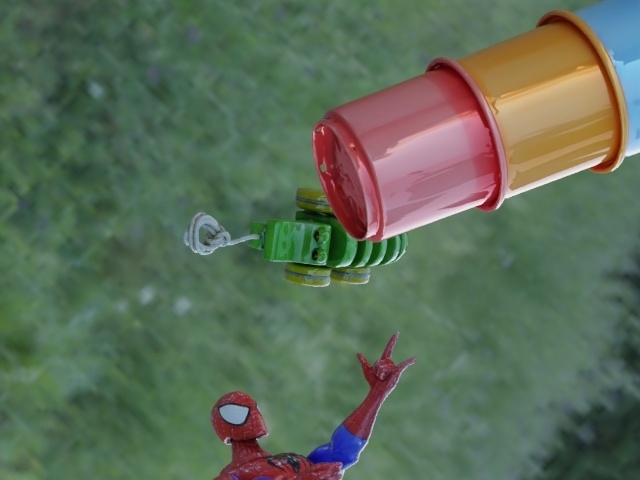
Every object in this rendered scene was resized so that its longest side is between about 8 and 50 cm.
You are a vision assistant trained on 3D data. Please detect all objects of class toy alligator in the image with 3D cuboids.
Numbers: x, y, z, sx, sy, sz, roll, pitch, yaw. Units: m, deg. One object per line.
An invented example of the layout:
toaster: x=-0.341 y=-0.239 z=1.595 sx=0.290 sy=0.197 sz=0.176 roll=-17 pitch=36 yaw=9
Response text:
toy alligator: x=0.000 y=0.000 z=1.076 sx=0.189 sy=0.051 sz=0.056 roll=-2 pitch=102 yaw=-52

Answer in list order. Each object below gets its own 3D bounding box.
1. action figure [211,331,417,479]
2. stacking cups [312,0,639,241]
action figure: x=0.029 y=0.162 z=0.970 sx=0.091 sy=0.280 sz=0.139 roll=-3 pitch=132 yaw=-43
stacking cups: x=0.148 y=-0.086 z=0.844 sx=0.316 sy=0.096 sz=0.096 roll=-19 pitch=158 yaw=-18
